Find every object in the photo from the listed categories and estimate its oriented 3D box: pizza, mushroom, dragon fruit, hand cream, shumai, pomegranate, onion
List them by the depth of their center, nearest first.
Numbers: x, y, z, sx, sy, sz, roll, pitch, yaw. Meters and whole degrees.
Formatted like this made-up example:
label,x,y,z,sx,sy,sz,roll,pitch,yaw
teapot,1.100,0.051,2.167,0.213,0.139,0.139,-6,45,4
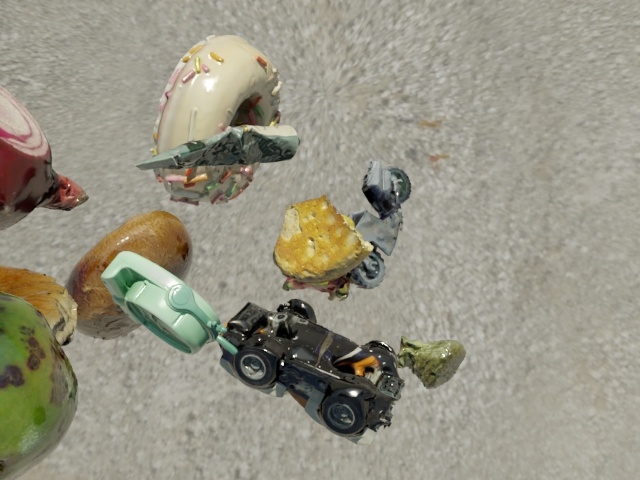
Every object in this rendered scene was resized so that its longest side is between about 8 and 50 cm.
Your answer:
label,x,y,z,sx,sy,sz,roll,pitch,yaw
pomegranate,-0.248,0.087,0.596,0.143,0.122,0.169,-26,78,7
onion,-0.335,-0.067,0.899,0.135,0.173,0.198,-34,134,12
pizza,0.001,0.000,1.050,0.160,0.036,0.099,-16,79,45
hand cream,-0.120,-0.116,1.187,0.075,0.248,0.052,-37,76,44
shumai,0.142,0.150,1.188,0.082,0.083,0.080,-46,64,-2
mushroom,-0.356,0.067,1.685,0.163,0.278,0.297,38,131,1
dragon fruit,-0.001,0.046,1.839,0.160,0.172,0.166,30,85,-45

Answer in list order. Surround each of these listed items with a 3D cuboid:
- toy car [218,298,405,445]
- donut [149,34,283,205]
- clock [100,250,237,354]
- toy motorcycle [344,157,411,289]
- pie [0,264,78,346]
label,x,y,z,sx,sy,sz,roll,pitch,yaw
toy car,-0.015,0.195,1.392,0.301,0.193,0.118,24,118,10
donut,-0.208,-0.246,1.896,0.142,0.382,0.382,21,99,18
clock,-0.216,0.106,1.311,0.211,0.159,0.066,27,67,24
toy motorcycle,0.089,-0.042,1.771,0.159,0.106,0.270,27,67,-23
pie,-0.310,0.064,0.785,0.195,0.195,0.046,6,107,-1
